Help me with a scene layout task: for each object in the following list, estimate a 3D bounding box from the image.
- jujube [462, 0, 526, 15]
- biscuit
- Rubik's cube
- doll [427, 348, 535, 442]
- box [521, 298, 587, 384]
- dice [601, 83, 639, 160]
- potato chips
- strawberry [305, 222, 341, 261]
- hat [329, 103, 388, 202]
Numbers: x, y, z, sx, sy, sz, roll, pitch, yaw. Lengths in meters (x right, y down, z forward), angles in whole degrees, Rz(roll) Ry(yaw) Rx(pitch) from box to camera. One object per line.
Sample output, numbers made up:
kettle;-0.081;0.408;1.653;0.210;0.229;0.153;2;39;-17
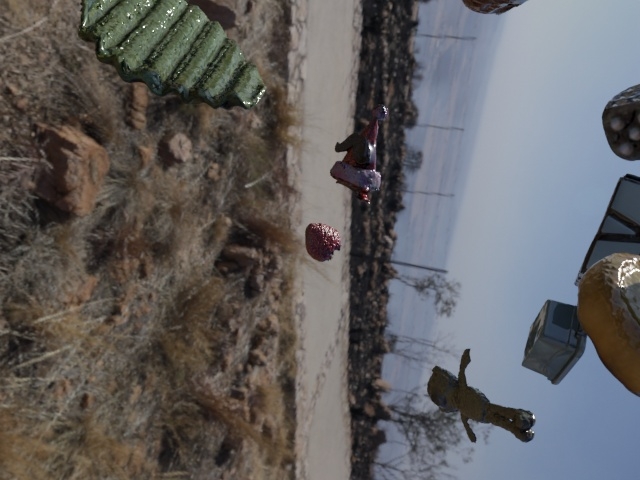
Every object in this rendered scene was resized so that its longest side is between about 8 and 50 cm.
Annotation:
jujube;0.331;-0.524;1.025;0.342;0.216;0.216;35;69;-86
biscuit;0.508;0.138;0.887;0.213;0.274;0.091;-16;151;-34
Rubik's cube;0.854;0.027;1.517;0.293;0.288;0.283;-68;156;-1
doll;0.347;0.376;1.311;0.091;0.286;0.202;-23;132;-25
box;0.635;0.270;1.575;0.227;0.130;0.162;92;21;-54
dice;0.919;-0.338;1.642;0.182;0.181;0.183;-37;108;-30
potato chips;-0.266;-0.381;1.126;0.070;0.358;0.429;-52;-159;31
strawberry;-0.003;0.003;2.067;0.131;0.148;0.131;-49;-156;30
hat;0.110;-0.217;1.414;0.140;0.129;0.227;-120;-131;-75
